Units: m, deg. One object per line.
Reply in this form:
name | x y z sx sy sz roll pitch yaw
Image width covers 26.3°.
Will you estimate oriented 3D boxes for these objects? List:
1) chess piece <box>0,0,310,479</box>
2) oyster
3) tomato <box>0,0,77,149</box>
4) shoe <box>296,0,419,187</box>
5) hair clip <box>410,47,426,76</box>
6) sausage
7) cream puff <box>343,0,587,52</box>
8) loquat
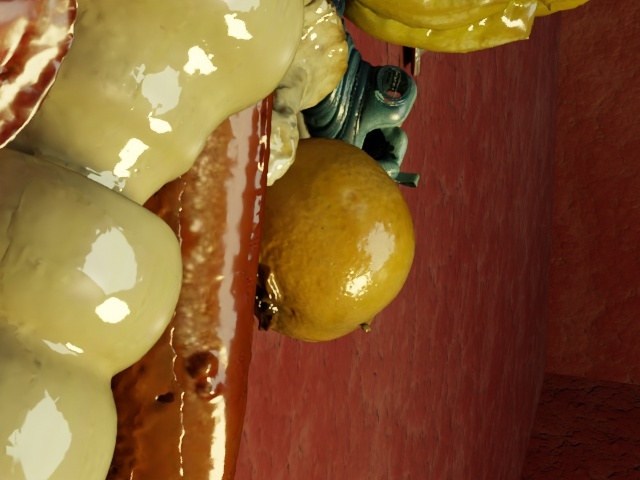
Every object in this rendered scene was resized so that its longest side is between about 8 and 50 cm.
chess piece | -0.112 -0.019 0.518 0.167 0.167 0.300 60 46 -66
oyster | -0.029 -0.089 0.836 0.163 0.081 0.191 107 -6 -47
tomato | -0.153 -0.092 0.409 0.139 0.091 0.159 -41 133 -15
shoe | 0.021 -0.115 1.035 0.207 0.106 0.091 71 28 -47
hair clip | 0.112 -0.220 1.477 0.137 0.022 0.054 -58 150 -58
sausage | -0.080 0.013 0.733 0.102 0.102 0.330 -25 121 -72
cream puff | 0.128 -0.314 1.072 0.291 0.257 0.324 42 56 -76
loquat | 0.000 0.000 0.956 0.141 0.141 0.141 7 90 -75
